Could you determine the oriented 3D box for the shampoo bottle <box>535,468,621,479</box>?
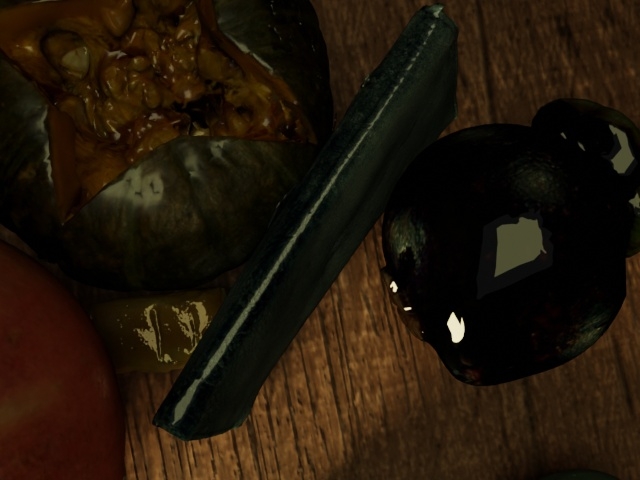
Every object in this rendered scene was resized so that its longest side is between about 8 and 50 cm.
[{"bbox_3d":[0.283,0.357,0.622,0.222,0.151,0.349,-34,87,-7],"label":"shampoo bottle"}]

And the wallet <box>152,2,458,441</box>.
[{"bbox_3d":[0.000,0.000,0.615,0.046,0.190,0.378,32,84,15],"label":"wallet"}]

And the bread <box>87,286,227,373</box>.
[{"bbox_3d":[-0.146,0.084,0.678,0.132,0.053,0.074,-5,87,1],"label":"bread"}]

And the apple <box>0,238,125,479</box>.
[{"bbox_3d":[-0.325,0.160,0.536,0.364,0.364,0.363,0,87,-1],"label":"apple"}]

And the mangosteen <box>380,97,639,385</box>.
[{"bbox_3d":[0.162,-0.001,0.608,0.243,0.243,0.242,0,87,-1],"label":"mangosteen"}]

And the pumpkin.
[{"bbox_3d":[-0.139,-0.111,0.612,0.321,0.192,0.320,1,78,-6],"label":"pumpkin"}]
